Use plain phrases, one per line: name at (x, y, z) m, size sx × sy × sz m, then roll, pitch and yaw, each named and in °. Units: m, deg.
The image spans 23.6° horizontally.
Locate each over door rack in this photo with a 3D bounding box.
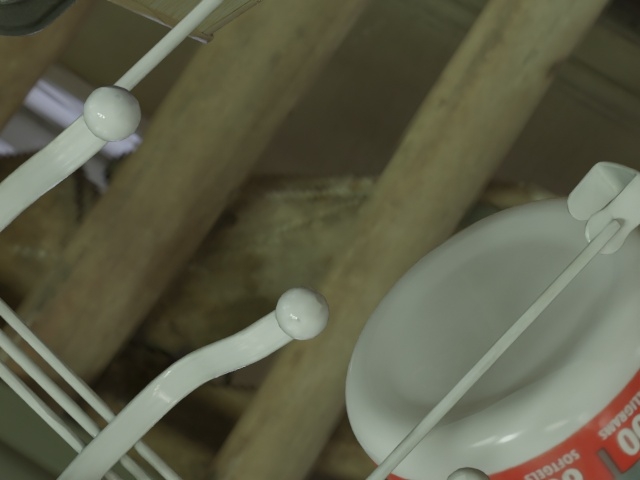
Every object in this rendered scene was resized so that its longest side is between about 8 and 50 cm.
over door rack at (0.000, 0.000, 0.662) m, size 0.239 × 0.324 × 0.108 m, roll 48°, pitch 158°, yaw -17°

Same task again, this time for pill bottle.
pill bottle at (0.192, 0.165, 0.956) m, size 0.210 × 0.210 × 0.363 m, roll 12°, pitch 146°, yaw 56°

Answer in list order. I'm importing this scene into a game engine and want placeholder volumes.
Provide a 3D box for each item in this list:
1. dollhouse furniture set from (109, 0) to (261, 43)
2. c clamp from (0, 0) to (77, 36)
dollhouse furniture set at (-0.093, -0.329, 0.944) m, size 0.174 × 0.356 × 0.303 m, roll -29°, pitch 152°, yaw 30°
c clamp at (-0.163, -0.157, 0.717) m, size 0.160 × 0.022 × 0.137 m, roll -25°, pitch 120°, yaw 35°
